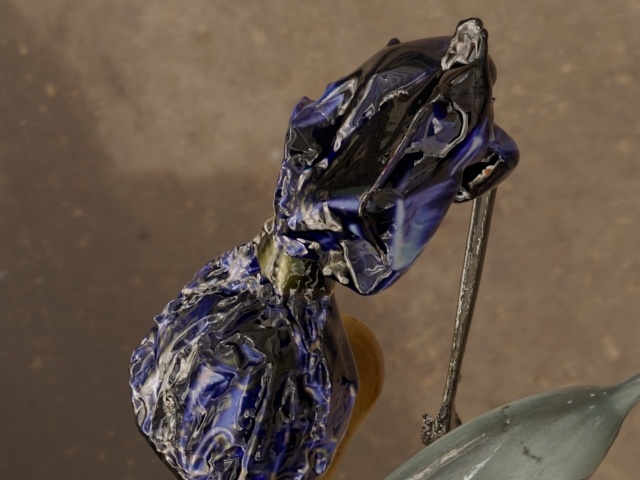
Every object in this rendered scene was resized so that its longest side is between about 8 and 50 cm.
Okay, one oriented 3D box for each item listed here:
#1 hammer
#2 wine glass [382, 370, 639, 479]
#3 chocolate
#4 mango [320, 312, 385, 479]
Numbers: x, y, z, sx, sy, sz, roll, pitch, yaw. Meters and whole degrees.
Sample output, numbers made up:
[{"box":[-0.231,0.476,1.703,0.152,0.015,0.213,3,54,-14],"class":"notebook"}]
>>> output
[{"box":[0.137,0.054,1.742,0.027,0.125,0.297,13,101,13],"class":"hammer"},{"box":[0.103,0.084,0.778,0.198,0.066,0.066,-35,79,7],"class":"wine glass"},{"box":[0.004,-0.001,0.924,0.126,0.148,0.343,35,138,5],"class":"chocolate"},{"box":[-0.010,0.148,1.732,0.115,0.178,0.090,33,170,-11],"class":"mango"}]
